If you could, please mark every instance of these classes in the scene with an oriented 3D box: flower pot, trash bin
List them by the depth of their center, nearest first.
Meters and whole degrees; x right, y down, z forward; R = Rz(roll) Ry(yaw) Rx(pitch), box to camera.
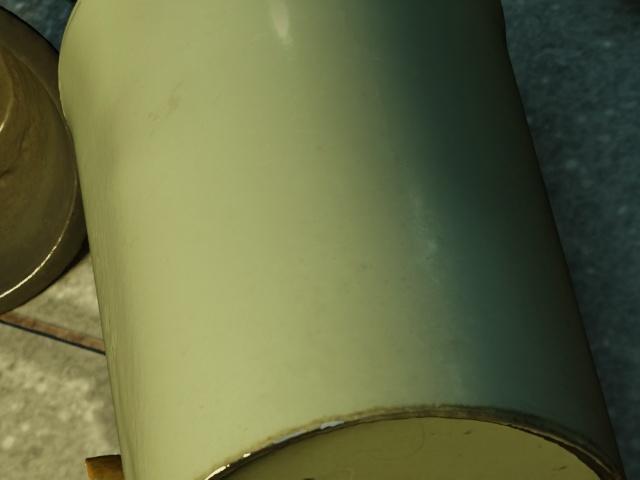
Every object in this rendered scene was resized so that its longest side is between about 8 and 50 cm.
[{"bbox_3d":[0.000,0.000,0.930,0.280,0.280,0.432,-22,47,11],"label":"trash bin"},{"bbox_3d":[-0.292,-0.085,1.198,0.269,0.269,0.166,-27,29,8],"label":"flower pot"}]

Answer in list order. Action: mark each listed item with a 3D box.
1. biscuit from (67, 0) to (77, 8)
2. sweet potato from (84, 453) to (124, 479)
[{"bbox_3d":[-0.078,-0.230,1.286,0.250,0.046,0.147,12,64,32],"label":"biscuit"},{"bbox_3d":[-0.035,0.186,0.984,0.243,0.077,0.077,15,66,20],"label":"sweet potato"}]
